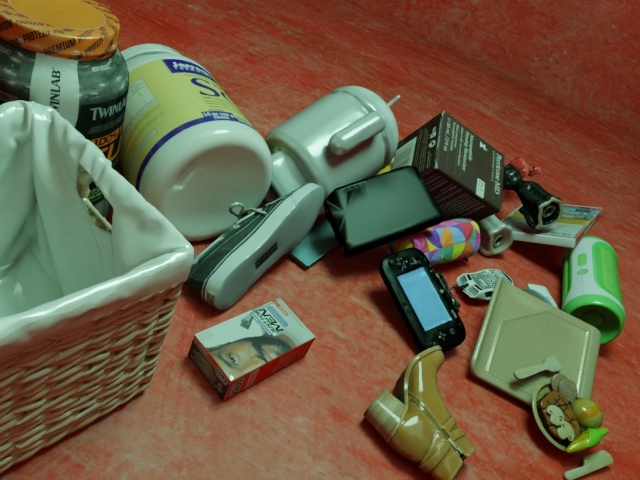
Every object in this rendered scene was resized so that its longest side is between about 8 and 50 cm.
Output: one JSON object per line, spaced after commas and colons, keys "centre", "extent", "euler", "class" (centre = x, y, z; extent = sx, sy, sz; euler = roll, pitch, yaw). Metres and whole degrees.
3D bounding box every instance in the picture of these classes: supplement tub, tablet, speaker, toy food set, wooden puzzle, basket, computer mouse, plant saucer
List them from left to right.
{"centre": [-0.378, 0.052, 0.601], "extent": [0.328, 0.266, 0.331], "euler": [41, 39, 21], "class": "basket"}
{"centre": [-0.407, -0.183, 0.819], "extent": [0.207, 0.338, 0.207], "euler": [15, 37, -12], "class": "supplement tub"}
{"centre": [-0.260, -0.188, 0.994], "extent": [0.241, 0.241, 0.331], "euler": [-9, 48, -38], "class": "supplement tub"}
{"centre": [0.000, 0.000, 1.098], "extent": [0.067, 0.018, 0.192], "euler": [36, 37, 16], "class": "plant saucer"}
{"centre": [0.323, 0.103, 1.138], "extent": [0.192, 0.042, 0.106], "euler": [-4, 40, -26], "class": "computer mouse"}
{"centre": [0.401, 0.209, 1.007], "extent": [0.238, 0.044, 0.221], "euler": [30, 56, 1], "class": "wooden puzzle"}
{"centre": [0.512, 0.132, 1.238], "extent": [0.054, 0.006, 0.083], "euler": [10, 39, -19], "class": "tablet"}
{"centre": [0.414, 0.288, 0.906], "extent": [0.132, 0.038, 0.192], "euler": [-8, 62, -28], "class": "toy food set"}
{"centre": [0.614, 0.104, 1.231], "extent": [0.131, 0.131, 0.296], "euler": [29, 36, 6], "class": "speaker"}

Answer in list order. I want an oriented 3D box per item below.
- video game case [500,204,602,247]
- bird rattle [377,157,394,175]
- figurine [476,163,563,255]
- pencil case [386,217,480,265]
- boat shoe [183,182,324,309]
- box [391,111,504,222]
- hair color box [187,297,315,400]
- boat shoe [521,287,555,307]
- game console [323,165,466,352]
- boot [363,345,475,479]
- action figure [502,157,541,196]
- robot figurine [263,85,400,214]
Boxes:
{"centre": [0.592, -0.048, 1.412], "extent": [0.204, 0.025, 0.285], "euler": [9, 24, 37], "class": "video game case"}
{"centre": [0.168, -0.161, 1.352], "extent": [0.253, 0.143, 0.207], "euler": [20, 46, -28], "class": "bird rattle"}
{"centre": [0.441, -0.088, 1.339], "extent": [0.214, 0.092, 0.209], "euler": [-30, 42, 2], "class": "figurine"}
{"centre": [0.244, 0.010, 1.165], "extent": [0.236, 0.104, 0.104], "euler": [-8, 47, -40], "class": "pencil case"}
{"centre": [-0.112, -0.011, 0.942], "extent": [0.105, 0.113, 0.306], "euler": [29, 60, 22], "class": "boat shoe"}
{"centre": [0.289, -0.150, 1.247], "extent": [0.203, 0.167, 0.169], "euler": [28, 57, -23], "class": "box"}
{"centre": [-0.100, 0.157, 0.811], "extent": [0.167, 0.053, 0.093], "euler": [-21, 56, -43], "class": "hair color box"}
{"centre": [0.447, 0.170, 1.101], "extent": [0.066, 0.066, 0.183], "euler": [1, 42, -27], "class": "boat shoe"}
{"centre": [0.166, 0.035, 1.019], "extent": [0.213, 0.044, 0.361], "euler": [-20, 72, -18], "class": "game console"}
{"centre": [0.175, 0.262, 0.826], "extent": [0.152, 0.073, 0.197], "euler": [38, 50, 20], "class": "boot"}
{"centre": [0.481, -0.170, 1.548], "extent": [0.280, 0.139, 0.091], "euler": [-1, 41, 2], "class": "action figure"}
{"centre": [0.022, -0.191, 1.137], "extent": [0.353, 0.300, 0.200], "euler": [-38, 103, -22], "class": "robot figurine"}
